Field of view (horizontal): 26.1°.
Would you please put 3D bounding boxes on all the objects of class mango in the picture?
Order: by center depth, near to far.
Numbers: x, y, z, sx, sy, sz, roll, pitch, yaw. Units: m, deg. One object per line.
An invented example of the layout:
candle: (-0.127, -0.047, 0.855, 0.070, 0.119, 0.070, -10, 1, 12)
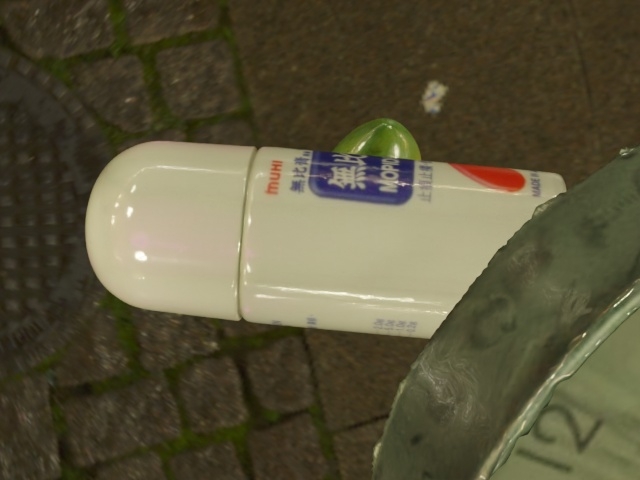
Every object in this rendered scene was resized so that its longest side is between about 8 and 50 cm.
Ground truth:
mango: (0.033, -0.020, 1.341, 0.137, 0.237, 0.091, -8, 50, -52)

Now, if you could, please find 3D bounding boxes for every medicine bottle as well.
medicine bottle: (0.000, 0.000, 1.001, 0.340, 0.130, 0.130, 5, 89, 3)

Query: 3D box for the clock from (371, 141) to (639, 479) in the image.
clock: (0.170, 0.101, 0.505, 0.312, 0.061, 0.313, -7, 114, -16)
